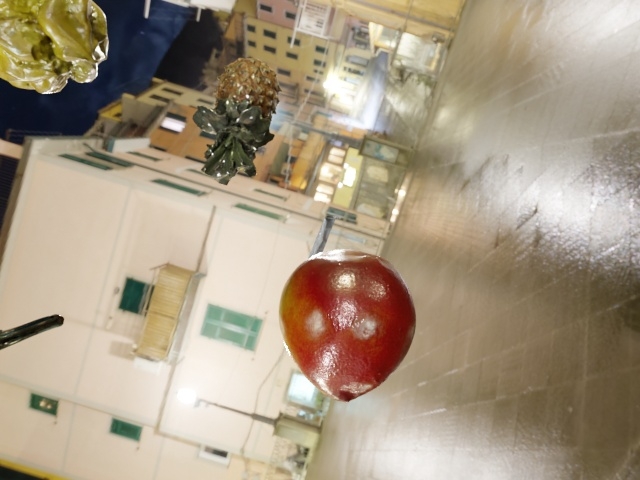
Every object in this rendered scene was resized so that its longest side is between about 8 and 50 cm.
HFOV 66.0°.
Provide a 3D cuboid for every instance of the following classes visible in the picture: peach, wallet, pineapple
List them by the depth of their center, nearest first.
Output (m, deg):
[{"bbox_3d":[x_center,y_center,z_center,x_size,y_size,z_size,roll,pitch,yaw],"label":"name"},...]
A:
[{"bbox_3d":[0.036,0.109,0.640,0.197,0.197,0.198,17,-90,-90],"label":"peach"},{"bbox_3d":[-0.177,-0.253,1.039,0.141,0.170,0.310,-47,29,48],"label":"pineapple"},{"bbox_3d":[-0.809,0.247,1.295,0.169,0.317,0.044,-20,-87,-46],"label":"wallet"}]

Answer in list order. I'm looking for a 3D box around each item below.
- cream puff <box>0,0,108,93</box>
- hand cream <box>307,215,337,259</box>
[{"bbox_3d":[-0.667,-0.463,1.169,0.257,0.324,0.291,60,153,16],"label":"cream puff"},{"bbox_3d":[0.000,0.000,0.788,0.030,0.019,0.093,-4,-57,-49],"label":"hand cream"}]
